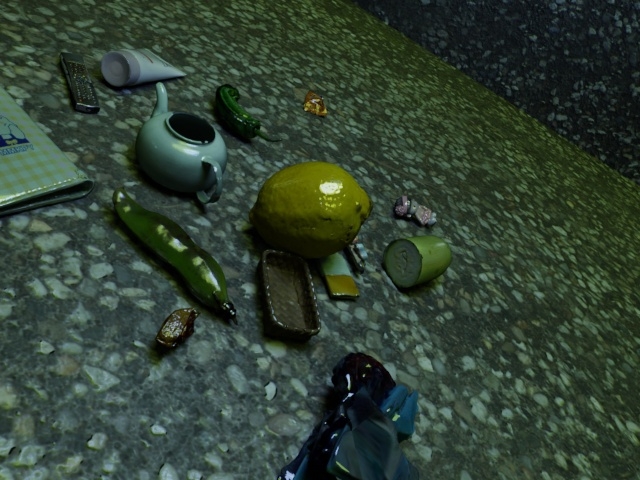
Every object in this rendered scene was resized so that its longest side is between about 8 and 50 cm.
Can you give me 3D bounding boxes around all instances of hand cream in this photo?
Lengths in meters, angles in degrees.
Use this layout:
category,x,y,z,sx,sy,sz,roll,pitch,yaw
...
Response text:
category,x,y,z,sx,sy,sz,roll,pitch,yaw
hand cream,-0.449,-0.445,1.381,0.133,0.083,0.248,34,26,-3

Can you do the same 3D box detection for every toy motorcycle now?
category,x,y,z,sx,sy,sz,roll,pitch,yaw
toy motorcycle,0.076,0.344,0.798,0.232,0.172,0.416,38,27,-3

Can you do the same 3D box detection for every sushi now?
category,x,y,z,sx,sy,sz,roll,pitch,yaw
sushi,-0.229,0.144,0.873,0.047,0.050,0.099,26,42,0

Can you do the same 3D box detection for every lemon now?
category,x,y,z,sx,sy,sz,roll,pitch,yaw
lemon,-0.021,-0.063,1.126,0.260,0.204,0.204,-4,37,11

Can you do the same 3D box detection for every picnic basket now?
category,x,y,z,sx,sy,sz,roll,pitch,yaw
picnic basket,-0.065,0.106,1.037,0.110,0.054,0.193,14,40,-26

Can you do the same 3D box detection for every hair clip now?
category,x,y,z,sx,sy,sz,roll,pitch,yaw
hair clip,0.064,-0.009,1.271,0.056,0.062,0.213,-24,54,-16

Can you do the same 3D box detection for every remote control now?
category,x,y,z,sx,sy,sz,roll,pitch,yaw
remote control,-0.552,-0.363,1.240,0.059,0.028,0.212,3,46,-40

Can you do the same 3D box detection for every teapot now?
category,x,y,z,sx,sy,sz,roll,pitch,yaw
teapot,-0.290,-0.196,1.155,0.193,0.129,0.294,-14,56,-44

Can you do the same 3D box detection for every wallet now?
category,x,y,z,sx,sy,sz,roll,pitch,yaw
wallet,-0.589,-0.172,0.960,0.309,0.077,0.223,44,34,13

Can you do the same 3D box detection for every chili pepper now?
category,x,y,z,sx,sy,sz,roll,pitch,yaw
chili pepper,-0.214,-0.331,1.425,0.122,0.065,0.278,-4,46,-35

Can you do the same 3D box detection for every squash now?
category,x,y,z,sx,sy,sz,roll,pitch,yaw
squash,0.246,0.045,1.300,0.187,0.123,0.123,-6,51,-46

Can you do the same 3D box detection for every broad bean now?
category,x,y,z,sx,sy,sz,roll,pitch,yaw
broad bean,-0.256,0.022,0.985,0.339,0.061,0.077,42,48,12

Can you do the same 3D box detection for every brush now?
category,x,y,z,sx,sy,sz,roll,pitch,yaw
brush,0.000,0.000,1.240,0.086,0.020,0.336,5,43,-31

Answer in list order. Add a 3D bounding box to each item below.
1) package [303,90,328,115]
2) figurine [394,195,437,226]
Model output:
category,x,y,z,sx,sy,sz,roll,pitch,yaw
package,-0.013,-0.439,1.728,0.077,0.033,0.110,29,40,-23
figurine,0.259,-0.074,1.500,0.129,0.054,0.072,27,50,-20
